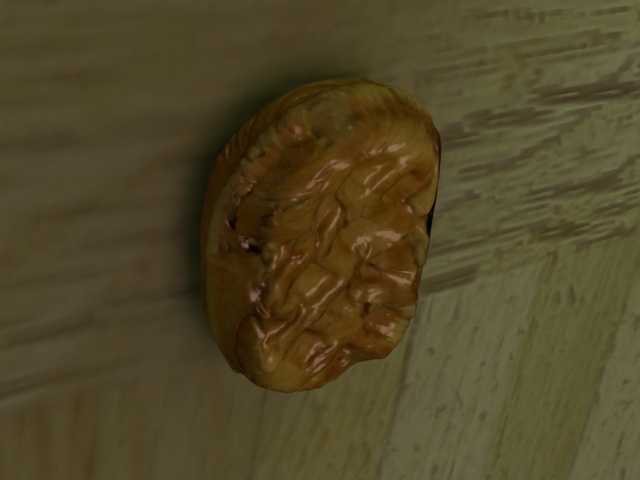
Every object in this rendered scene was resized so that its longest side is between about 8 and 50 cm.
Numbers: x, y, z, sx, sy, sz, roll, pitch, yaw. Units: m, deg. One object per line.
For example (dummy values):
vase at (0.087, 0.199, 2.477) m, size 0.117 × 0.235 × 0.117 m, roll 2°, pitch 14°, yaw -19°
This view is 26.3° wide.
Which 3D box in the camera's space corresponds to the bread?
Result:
bread at (0.000, 0.000, 0.443) m, size 0.083 × 0.044 × 0.111 m, roll -21°, pitch 134°, yaw -30°
